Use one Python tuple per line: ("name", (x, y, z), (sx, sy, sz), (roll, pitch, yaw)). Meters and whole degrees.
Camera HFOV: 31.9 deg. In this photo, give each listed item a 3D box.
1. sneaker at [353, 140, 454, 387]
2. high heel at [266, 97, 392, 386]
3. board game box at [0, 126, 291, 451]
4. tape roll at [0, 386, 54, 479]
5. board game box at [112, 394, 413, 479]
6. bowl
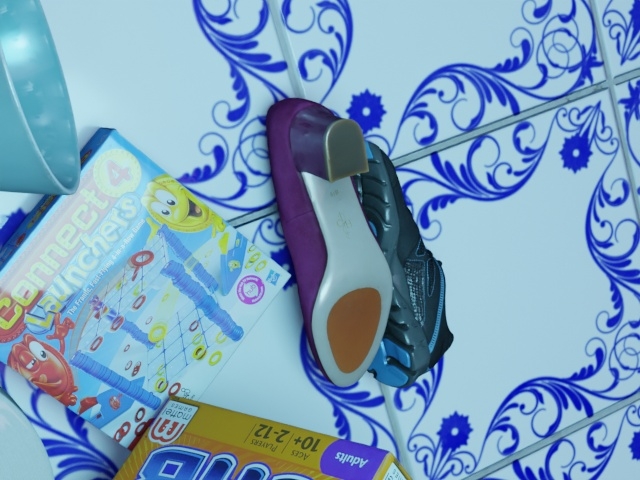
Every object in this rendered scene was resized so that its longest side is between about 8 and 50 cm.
("sneaker", (0.095, 0.026, 1.557), (0.140, 0.125, 0.341), (-21, 103, -48))
("high heel", (0.000, 0.000, 1.489), (0.127, 0.181, 0.377), (-9, 109, -28))
("board game box", (-0.247, 0.069, 1.411), (0.302, 0.086, 0.308), (40, 80, -23))
("tape roll", (-0.512, 0.324, 1.336), (0.392, 0.072, 0.392), (-3, 98, -22))
("board game box", (-0.061, 0.449, 1.297), (0.356, 0.356, 0.356), (-56, 131, -27))
("bowl", (-0.389, -0.181, 1.229), (0.163, 0.311, 0.311), (-15, 103, -2))
